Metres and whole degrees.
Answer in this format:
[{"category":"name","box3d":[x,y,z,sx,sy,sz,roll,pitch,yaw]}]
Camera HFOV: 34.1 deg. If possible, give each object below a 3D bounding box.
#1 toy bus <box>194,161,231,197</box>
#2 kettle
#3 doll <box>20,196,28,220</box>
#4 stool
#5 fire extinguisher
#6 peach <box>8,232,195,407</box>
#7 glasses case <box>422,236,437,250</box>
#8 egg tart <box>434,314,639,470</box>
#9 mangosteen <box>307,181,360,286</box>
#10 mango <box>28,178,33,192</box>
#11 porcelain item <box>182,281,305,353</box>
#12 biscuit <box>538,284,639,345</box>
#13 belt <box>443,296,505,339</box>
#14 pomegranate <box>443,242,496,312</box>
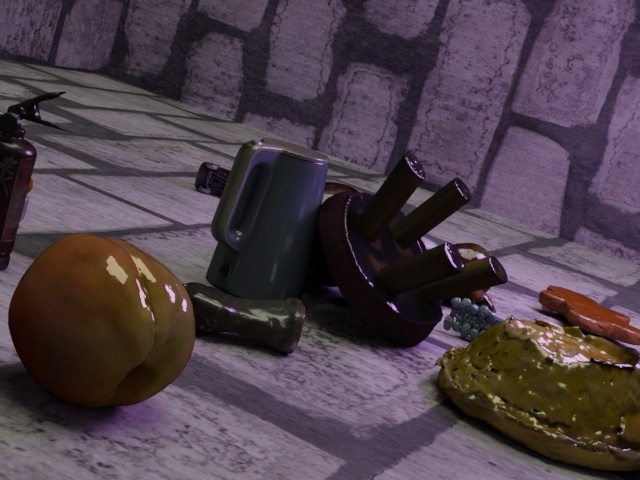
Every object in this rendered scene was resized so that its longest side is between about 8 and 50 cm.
[{"category":"toy bus","box3d":[-0.202,-0.128,2.390,0.162,0.070,0.074,19,10,1]},{"category":"kettle","box3d":[-0.091,-0.035,1.630,0.160,0.243,0.210,26,15,38]},{"category":"doll","box3d":[-0.528,-0.065,1.589,0.160,0.059,0.161,14,10,-16]},{"category":"stool","box3d":[0.143,0.011,1.622,0.272,0.178,0.272,40,31,-31]},{"category":"fire extinguisher","box3d":[-0.402,-0.086,1.376,0.106,0.252,0.075,14,9,-22]},{"category":"peach","box3d":[-0.220,0.080,1.044,0.184,0.184,0.184,16,11,-3]},{"category":"glasses case","box3d":[0.179,-0.007,2.419,0.193,0.049,0.074,19,11,17]},{"category":"egg tart","box3d":[0.326,0.192,1.442,0.345,0.133,0.345,14,10,-3]},{"category":"mangosteen","box3d":[0.000,0.000,1.821,0.192,0.192,0.217,8,-28,-40]},{"category":"mango","box3d":[-0.528,-0.102,1.809,0.060,0.046,0.089,15,7,-9]},{"category":"porcelain item","box3d":[-0.131,0.093,1.379,0.215,0.069,0.081,15,23,-17]},{"category":"biscuit","box3d":[0.560,0.157,2.193,0.205,0.049,0.324,16,11,-13]},{"category":"belt","box3d":[0.308,0.157,1.769,0.179,0.065,0.100,23,2,32]},{"category":"pomegranate","box3d":[0.270,0.080,1.994,0.129,0.129,0.159,14,54,-13]}]
